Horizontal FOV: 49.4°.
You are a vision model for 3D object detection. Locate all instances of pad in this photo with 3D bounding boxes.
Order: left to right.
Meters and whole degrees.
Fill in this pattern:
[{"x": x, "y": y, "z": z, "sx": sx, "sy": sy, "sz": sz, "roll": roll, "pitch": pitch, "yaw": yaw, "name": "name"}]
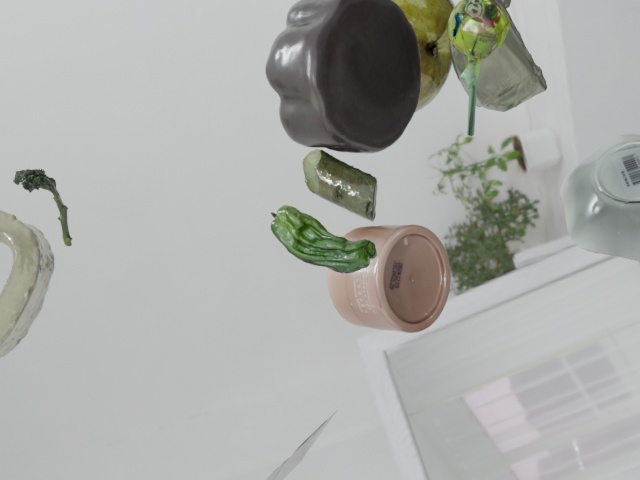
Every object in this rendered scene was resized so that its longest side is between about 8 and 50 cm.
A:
[{"x": -0.044, "y": 0.289, "z": 0.869, "sx": 0.006, "sy": 0.113, "sz": 0.187, "roll": 37, "pitch": -153, "yaw": 15, "name": "pad"}]

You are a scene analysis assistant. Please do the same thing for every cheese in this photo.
[{"x": -0.699, "y": 0.080, "z": 1.359, "sx": 0.292, "sy": 0.332, "sz": 0.153, "roll": 34, "pitch": 166, "yaw": -4, "name": "cheese"}]

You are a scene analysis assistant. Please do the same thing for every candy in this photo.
[{"x": 0.160, "y": -0.170, "z": 0.719, "sx": 0.194, "sy": 0.058, "sz": 0.062, "roll": 74, "pitch": -161, "yaw": -58, "name": "candy"}]

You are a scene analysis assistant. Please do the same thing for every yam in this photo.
[{"x": 0.030, "y": -0.087, "z": 1.075, "sx": 0.146, "sy": 0.070, "sz": 0.070, "roll": 28, "pitch": 163, "yaw": 14, "name": "yam"}]

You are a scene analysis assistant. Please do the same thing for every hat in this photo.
[{"x": 0.215, "y": -0.304, "z": 0.983, "sx": 0.244, "sy": 0.149, "sz": 0.214, "roll": 28, "pitch": -137, "yaw": -37, "name": "hat"}]

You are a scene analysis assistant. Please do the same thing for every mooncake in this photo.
[{"x": 0.037, "y": -0.242, "z": 1.020, "sx": 0.133, "sy": 0.245, "sz": 0.245, "roll": 7, "pitch": 123, "yaw": 40, "name": "mooncake"}]

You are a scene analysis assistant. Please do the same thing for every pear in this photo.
[{"x": 0.136, "y": -0.400, "z": 1.381, "sx": 0.304, "sy": 0.303, "sz": 0.304, "roll": 163, "pitch": 90, "yaw": -87, "name": "pear"}]

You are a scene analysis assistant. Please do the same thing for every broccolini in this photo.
[{"x": -0.438, "y": -0.057, "z": 1.143, "sx": 0.054, "sy": 0.052, "sz": 0.194, "roll": 35, "pitch": 157, "yaw": 30, "name": "broccolini"}]

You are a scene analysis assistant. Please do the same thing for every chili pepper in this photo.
[{"x": 0.000, "y": 0.001, "z": 0.547, "sx": 0.034, "sy": 0.091, "sz": 0.030, "roll": -66, "pitch": 0, "yaw": -46, "name": "chili pepper"}]

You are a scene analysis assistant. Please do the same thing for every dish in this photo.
[{"x": 0.384, "y": -0.069, "z": 0.849, "sx": 0.066, "sy": 0.190, "sz": 0.191, "roll": 51, "pitch": -165, "yaw": -50, "name": "dish"}]

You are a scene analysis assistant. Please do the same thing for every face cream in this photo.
[{"x": 0.097, "y": 0.052, "z": 0.982, "sx": 0.104, "sy": 0.149, "sz": 0.149, "roll": -1, "pitch": 110, "yaw": 51, "name": "face cream"}]
